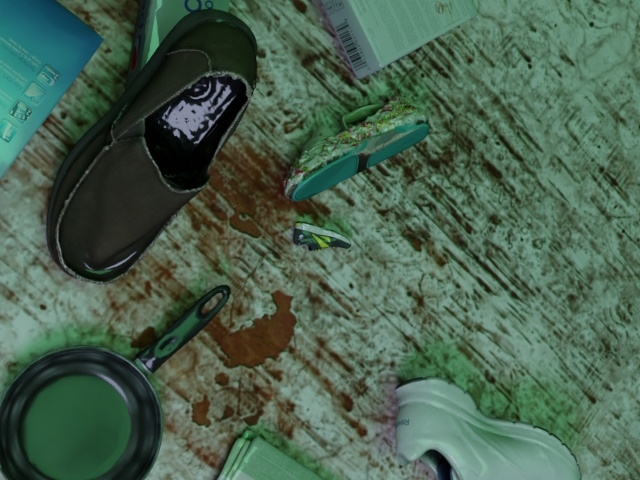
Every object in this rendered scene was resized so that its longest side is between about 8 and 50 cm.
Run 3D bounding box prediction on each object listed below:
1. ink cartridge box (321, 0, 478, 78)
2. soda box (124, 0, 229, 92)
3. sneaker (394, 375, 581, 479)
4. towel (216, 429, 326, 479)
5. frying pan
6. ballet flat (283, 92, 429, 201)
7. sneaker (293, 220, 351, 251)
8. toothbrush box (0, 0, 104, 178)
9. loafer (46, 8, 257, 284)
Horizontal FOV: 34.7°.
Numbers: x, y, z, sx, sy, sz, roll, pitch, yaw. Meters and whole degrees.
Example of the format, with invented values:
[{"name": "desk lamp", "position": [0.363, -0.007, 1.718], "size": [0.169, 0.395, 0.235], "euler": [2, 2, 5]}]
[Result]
[{"name": "ink cartridge box", "position": [0.097, -0.349, 1.408], "size": [0.232, 0.066, 0.189], "euler": [-35, 102, -43]}, {"name": "soda box", "position": [-0.171, -0.266, 1.250], "size": [0.098, 0.091, 0.286], "euler": [10, 84, -21]}, {"name": "sneaker", "position": [0.218, 0.296, 1.379], "size": [0.297, 0.111, 0.129], "euler": [25, 56, -13]}, {"name": "towel", "position": [-0.087, 0.438, 1.291], "size": [0.248, 0.038, 0.325], "euler": [39, 72, -19]}, {"name": "frying pan", "position": [-0.259, 0.164, 1.216], "size": [0.197, 0.053, 0.326], "euler": [28, 75, -21]}, {"name": "ballet flat", "position": [0.037, -0.127, 1.355], "size": [0.241, 0.091, 0.077], "euler": [-27, 68, -27]}, {"name": "sneaker", "position": [0.000, 0.000, 1.353], "size": [0.083, 0.031, 0.035], "euler": [18, 94, -18]}, {"name": "toothbrush box", "position": [-0.381, -0.132, 0.950], "size": [0.216, 0.126, 0.295], "euler": [37, 71, -19]}, {"name": "loafer", "position": [-0.194, -0.086, 1.138], "size": [0.134, 0.130, 0.366], "euler": [23, 113, -27]}]
